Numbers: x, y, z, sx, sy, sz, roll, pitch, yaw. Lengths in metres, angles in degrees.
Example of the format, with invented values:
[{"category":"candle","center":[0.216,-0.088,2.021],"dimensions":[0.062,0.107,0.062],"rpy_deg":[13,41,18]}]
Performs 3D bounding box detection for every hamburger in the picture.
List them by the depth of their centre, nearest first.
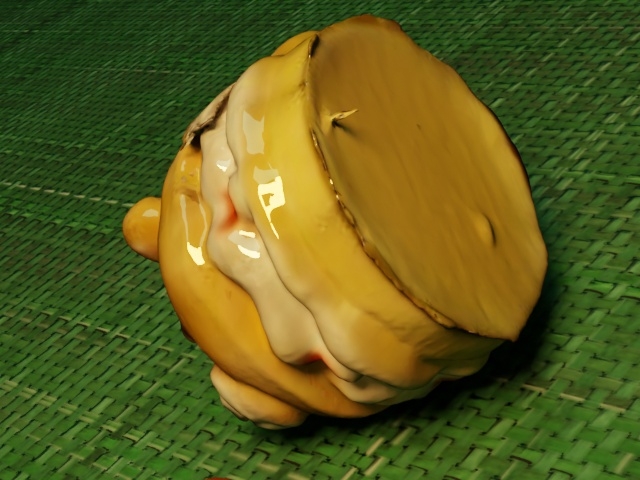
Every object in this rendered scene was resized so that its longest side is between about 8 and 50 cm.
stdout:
[{"category":"hamburger","center":[0.000,0.000,0.860],"dimensions":[0.237,0.276,0.276],"rpy_deg":[-30,21,33]}]

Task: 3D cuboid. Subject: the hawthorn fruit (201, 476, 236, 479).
[{"category":"hawthorn fruit","center":[-0.058,0.205,0.701],"dimensions":[0.125,0.140,0.125],"rpy_deg":[-45,-1,-1]}]
